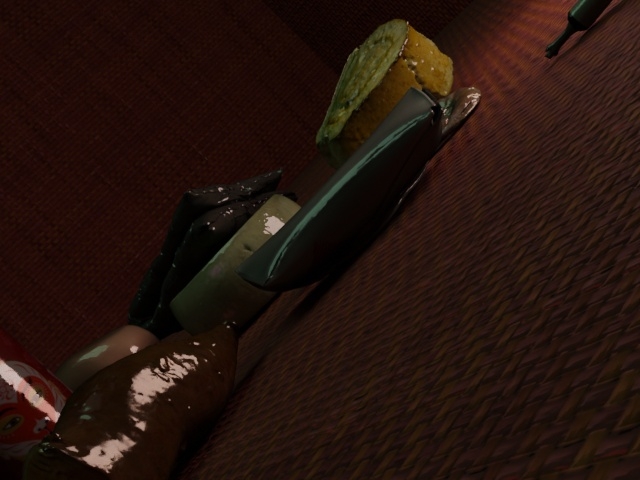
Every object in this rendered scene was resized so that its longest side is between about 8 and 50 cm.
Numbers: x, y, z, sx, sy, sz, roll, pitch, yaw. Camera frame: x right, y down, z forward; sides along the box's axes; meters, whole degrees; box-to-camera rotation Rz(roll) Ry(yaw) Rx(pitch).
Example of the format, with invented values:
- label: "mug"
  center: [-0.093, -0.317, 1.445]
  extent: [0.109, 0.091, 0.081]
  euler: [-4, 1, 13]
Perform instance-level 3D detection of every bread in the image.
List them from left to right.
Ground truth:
- label: "bread"
  center: [0.091, -0.208, 1.702]
  extent: [0.257, 0.124, 0.186]
  euler: [-61, 22, -11]

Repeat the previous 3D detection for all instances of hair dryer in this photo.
- label: "hair dryer"
  center: [0.295, -0.264, 1.123]
  extent: [0.197, 0.057, 0.100]
  euler: [-49, 1, 29]

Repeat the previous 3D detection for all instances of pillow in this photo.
- label: "pillow"
  center: [-0.189, 0.029, 1.848]
  extent: [0.228, 0.101, 0.326]
  euler: [-19, -29, -48]

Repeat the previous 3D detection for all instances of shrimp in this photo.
- label: "shrimp"
  center: [0.128, -0.125, 1.397]
  extent: [0.223, 0.047, 0.126]
  euler: [-47, 15, -24]

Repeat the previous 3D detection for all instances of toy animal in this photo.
- label: "toy animal"
  center: [-0.352, 0.242, 1.756]
  extent: [0.250, 0.154, 0.166]
  euler: [-48, 13, 10]

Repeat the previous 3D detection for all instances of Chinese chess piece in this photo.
- label: "Chinese chess piece"
  center: [-0.111, 0.044, 1.628]
  extent: [0.250, 0.101, 0.250]
  euler: [-45, 4, 4]

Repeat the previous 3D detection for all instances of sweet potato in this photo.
- label: "sweet potato"
  center: [-0.169, 0.163, 1.072]
  extent: [0.131, 0.131, 0.336]
  euler: [-43, 6, 30]

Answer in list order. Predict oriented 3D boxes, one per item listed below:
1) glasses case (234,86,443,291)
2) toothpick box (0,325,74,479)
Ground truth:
- label: "glasses case"
  center: [0.039, -0.042, 1.248]
  extent: [0.308, 0.083, 0.128]
  euler: [-46, 11, 0]
- label: "toothpick box"
  center: [-0.442, 0.243, 1.480]
  extent: [0.204, 0.333, 0.204]
  euler: [-45, 6, 6]
